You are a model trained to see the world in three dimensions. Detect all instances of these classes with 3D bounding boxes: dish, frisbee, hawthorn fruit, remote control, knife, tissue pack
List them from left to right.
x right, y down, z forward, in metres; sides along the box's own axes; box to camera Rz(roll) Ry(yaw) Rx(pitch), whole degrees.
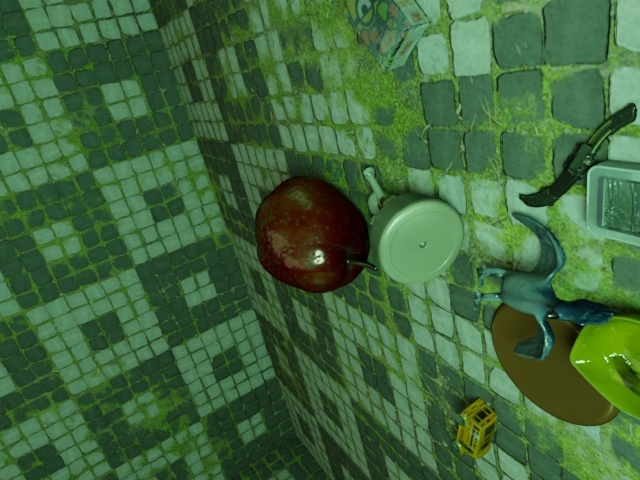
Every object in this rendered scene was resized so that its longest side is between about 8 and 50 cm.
[{"bbox_3d":[0.000,0.000,1.171,0.368,0.284,0.285,30,140,40],"label":"hawthorn fruit"},{"bbox_3d":[0.112,-0.388,0.800,0.148,0.060,0.109,59,157,11],"label":"tissue pack"},{"bbox_3d":[0.403,0.215,0.819,0.251,0.021,0.251,46,149,39],"label":"frisbee"},{"bbox_3d":[0.348,-0.099,0.632,0.046,0.021,0.222,61,157,17],"label":"knife"},{"bbox_3d":[0.441,0.157,0.610,0.207,0.080,0.149,-11,98,67],"label":"dish"},{"bbox_3d":[0.427,-0.027,0.518,0.250,0.034,0.103,29,137,55],"label":"remote control"}]

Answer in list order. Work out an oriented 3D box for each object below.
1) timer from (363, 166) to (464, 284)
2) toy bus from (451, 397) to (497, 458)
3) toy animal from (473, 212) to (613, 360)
[{"bbox_3d":[0.155,-0.049,0.967,0.266,0.175,0.175,-122,19,-59],"label":"timer"},{"bbox_3d":[0.358,0.445,1.072,0.074,0.069,0.162,38,143,44],"label":"toy bus"},{"bbox_3d":[0.325,0.087,0.708,0.176,0.255,0.239,7,103,21],"label":"toy animal"}]
